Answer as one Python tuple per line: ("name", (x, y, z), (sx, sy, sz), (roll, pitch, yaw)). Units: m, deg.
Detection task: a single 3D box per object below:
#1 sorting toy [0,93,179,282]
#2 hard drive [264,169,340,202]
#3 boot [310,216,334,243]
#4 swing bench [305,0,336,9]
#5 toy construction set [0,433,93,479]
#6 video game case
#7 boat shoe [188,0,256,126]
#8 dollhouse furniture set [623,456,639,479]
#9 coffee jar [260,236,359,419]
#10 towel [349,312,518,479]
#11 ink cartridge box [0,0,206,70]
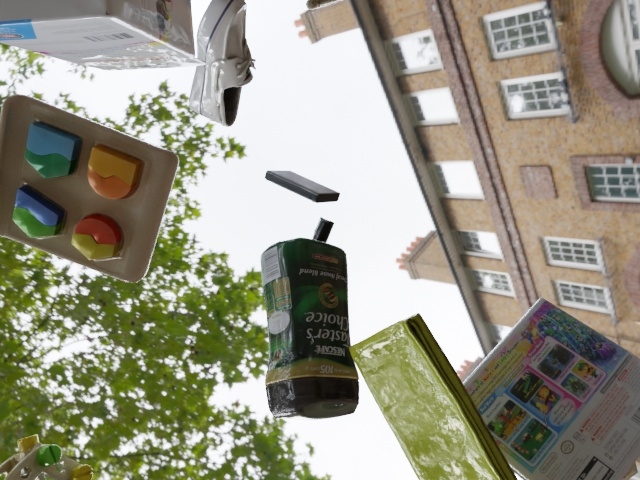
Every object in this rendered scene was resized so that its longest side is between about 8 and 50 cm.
("sorting toy", (-0.302, -0.055, 0.673), (0.208, 0.038, 0.192), (20, -68, -8))
("hard drive", (-0.038, -0.114, 1.136), (0.094, 0.135, 0.022), (-12, -56, -59))
("boot", (0.001, 0.000, 1.190), (0.045, 0.121, 0.099), (26, -91, -10))
("swing bench", (0.025, -0.586, 1.017), (0.165, 0.254, 0.253), (-13, -66, 5))
("toy construction set", (-0.511, 0.295, 0.783), (0.327, 0.151, 0.215), (50, -146, 0))
("video game case", (0.216, 0.144, 0.488), (0.157, 0.143, 0.019), (-41, -35, -18))
("boat shoe", (-0.150, -0.286, 0.877), (0.088, 0.267, 0.096), (33, -129, 0))
("dollhouse furniture set", (0.480, 0.270, 0.877), (0.181, 0.161, 0.101), (-62, -2, 33))
("coffee jar", (-0.012, 0.095, 0.577), (0.096, 0.079, 0.184), (15, -119, -40))
("towel", (0.104, 0.180, 0.439), (0.021, 0.102, 0.237), (-19, -104, -40))
("ink cartridge box", (-0.162, -0.171, 0.402), (0.181, 0.105, 0.061), (-53, -38, -79))
